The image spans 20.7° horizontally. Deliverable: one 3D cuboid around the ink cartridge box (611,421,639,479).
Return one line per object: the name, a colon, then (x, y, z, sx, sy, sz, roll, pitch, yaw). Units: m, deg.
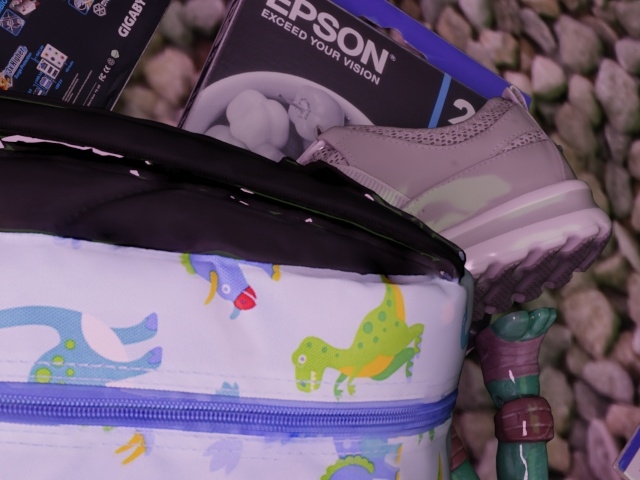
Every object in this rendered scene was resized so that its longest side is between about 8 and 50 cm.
ink cartridge box: (0.318, 0.210, 1.033, 0.371, 0.069, 0.176, 47, 53, -8)

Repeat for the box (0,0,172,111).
box: (-0.191, -0.090, 0.864, 0.175, 0.051, 0.220, 33, 54, -15)

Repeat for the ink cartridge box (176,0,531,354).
ink cartridge box: (0.029, -0.067, 0.998, 0.206, 0.045, 0.208, 30, 54, -16)

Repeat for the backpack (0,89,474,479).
backpack: (-0.117, 0.049, 0.678, 0.356, 0.290, 0.273, -8, 97, -18)

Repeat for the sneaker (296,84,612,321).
sneaker: (0.000, 0.000, 0.889, 0.281, 0.105, 0.115, -15, 66, -16)

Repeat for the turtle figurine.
turtle figurine: (0.107, 0.159, 0.891, 0.175, 0.118, 0.234, -10, 74, -43)
